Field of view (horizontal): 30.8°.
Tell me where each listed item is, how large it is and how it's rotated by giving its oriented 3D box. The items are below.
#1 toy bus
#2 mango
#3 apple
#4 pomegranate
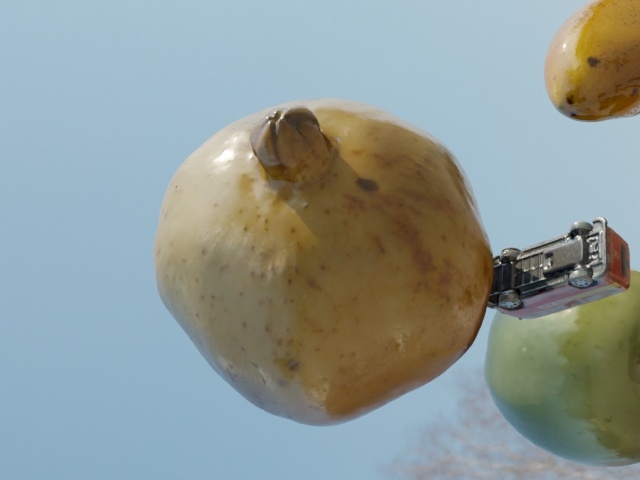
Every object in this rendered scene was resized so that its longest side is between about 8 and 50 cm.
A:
[{"bbox_3d":[0.272,0.040,1.336,0.077,0.174,0.079,28,-126,-34],"label":"toy bus"},{"bbox_3d":[0.442,-0.273,1.734,0.290,0.160,0.191,-30,-111,-29],"label":"mango"},{"bbox_3d":[0.447,0.207,1.940,0.357,0.357,0.357,25,-120,-53],"label":"apple"},{"bbox_3d":[0.000,0.000,1.286,0.410,0.410,0.410,25,-120,-53],"label":"pomegranate"}]
